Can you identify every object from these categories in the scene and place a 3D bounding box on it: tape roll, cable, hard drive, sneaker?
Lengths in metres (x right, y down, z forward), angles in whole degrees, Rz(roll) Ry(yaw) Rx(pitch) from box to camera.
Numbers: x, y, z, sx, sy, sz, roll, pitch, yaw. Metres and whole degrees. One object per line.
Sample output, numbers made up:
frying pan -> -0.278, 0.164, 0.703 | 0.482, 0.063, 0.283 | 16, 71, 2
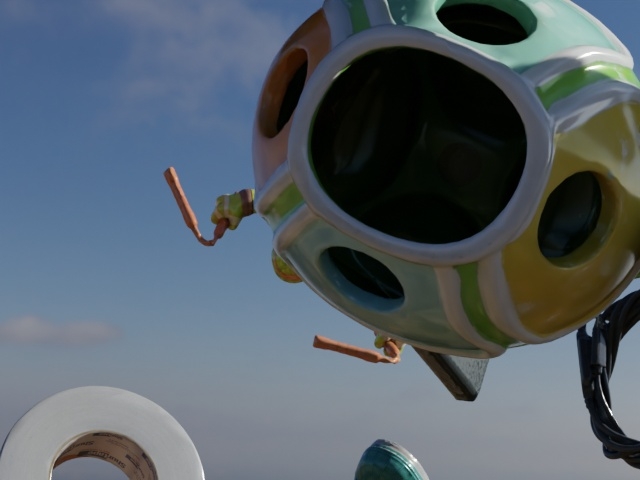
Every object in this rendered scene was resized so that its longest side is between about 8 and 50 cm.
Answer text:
tape roll -> -0.235, 0.266, 1.209 | 0.219, 0.219, 0.072 | 7, -36, -22
cable -> 0.323, 0.134, 1.109 | 0.151, 0.184, 0.047 | -18, -35, 29
hard drive -> 0.098, 0.050, 0.860 | 0.022, 0.094, 0.135 | 3, -31, 34
sneaker -> 0.071, 0.391, 1.418 | 0.108, 0.302, 0.121 | 17, 33, 31

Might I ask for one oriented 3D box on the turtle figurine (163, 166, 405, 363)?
turtle figurine -> 0.000, 0.000, 1.049 | 0.269, 0.087, 0.217 | 37, 18, 16

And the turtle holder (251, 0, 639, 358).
turtle holder -> 0.099, -0.025, 0.691 | 0.243, 0.320, 0.227 | -41, -10, 11
